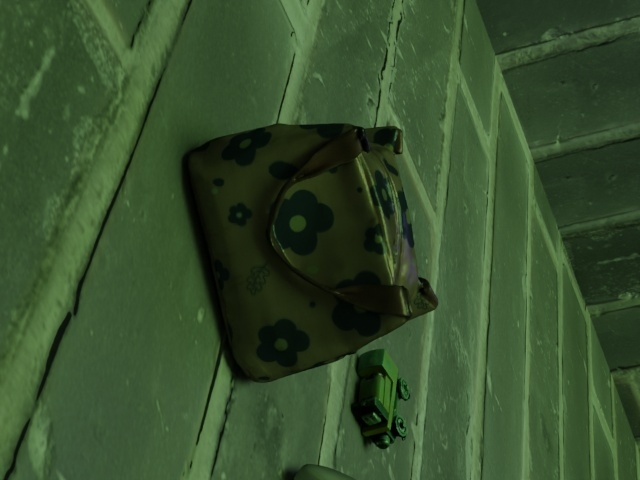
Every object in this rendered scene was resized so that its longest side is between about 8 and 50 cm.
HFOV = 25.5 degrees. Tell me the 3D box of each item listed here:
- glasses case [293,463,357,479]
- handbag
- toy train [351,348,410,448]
[{"bbox_3d":[0.031,0.282,1.518,0.049,0.074,0.193,-56,150,-3],"label":"glasses case"},{"bbox_3d":[0.000,0.000,1.430,0.190,0.193,0.251,-15,92,-67],"label":"handbag"},{"bbox_3d":[0.076,0.195,1.744,0.081,0.050,0.122,58,27,-33],"label":"toy train"}]
